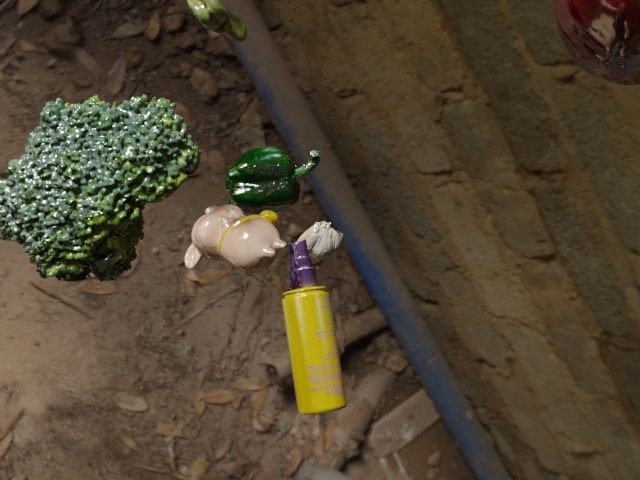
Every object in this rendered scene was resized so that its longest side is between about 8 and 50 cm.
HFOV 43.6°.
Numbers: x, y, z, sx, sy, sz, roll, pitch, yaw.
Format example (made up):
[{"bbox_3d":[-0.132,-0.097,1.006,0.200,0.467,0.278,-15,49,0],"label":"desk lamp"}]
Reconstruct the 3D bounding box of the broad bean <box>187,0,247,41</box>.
[{"bbox_3d":[-0.255,-0.553,1.960,0.072,0.207,0.153,-39,79,9],"label":"broad bean"}]

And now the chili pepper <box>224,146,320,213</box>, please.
[{"bbox_3d":[-0.115,-0.155,2.045,0.261,0.174,0.165,-11,66,-17],"label":"chili pepper"}]

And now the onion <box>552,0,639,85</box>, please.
[{"bbox_3d":[0.363,-0.295,0.707,0.348,0.348,0.285,-9,74,-34],"label":"onion"}]

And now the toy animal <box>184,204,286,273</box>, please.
[{"bbox_3d":[-0.190,-0.005,1.864,0.165,0.248,0.149,-21,114,-48],"label":"toy animal"}]

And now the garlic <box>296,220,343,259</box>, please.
[{"bbox_3d":[0.003,0.002,1.672,0.113,0.094,0.074,-15,81,-39],"label":"garlic"}]

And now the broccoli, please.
[{"bbox_3d":[-0.402,-0.090,1.395,0.277,0.317,0.338,33,59,-2],"label":"broccoli"}]

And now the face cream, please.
[{"bbox_3d":[-0.017,0.134,1.268,0.078,0.078,0.273,-4,81,-34],"label":"face cream"}]
